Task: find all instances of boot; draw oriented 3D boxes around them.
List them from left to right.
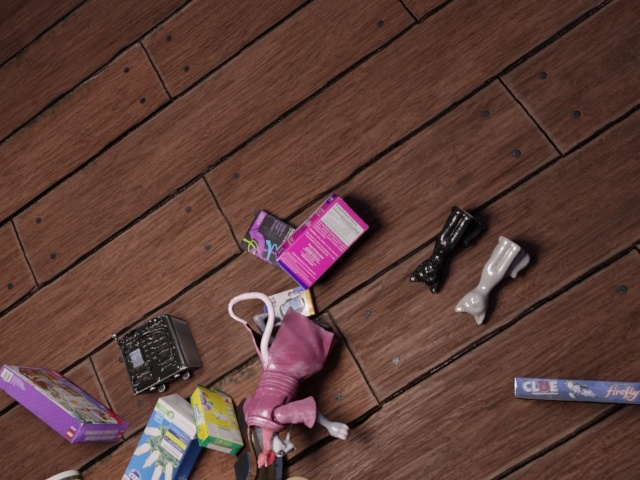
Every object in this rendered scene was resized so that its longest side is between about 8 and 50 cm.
[{"bbox_3d":[-0.153,0.493,1.551,0.082,0.106,0.219,-42,37,30],"label":"boot"}]

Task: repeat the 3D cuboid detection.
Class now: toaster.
[{"bbox_3d":[-0.423,0.291,1.661,0.168,0.110,0.186,-29,70,8],"label":"toaster"}]

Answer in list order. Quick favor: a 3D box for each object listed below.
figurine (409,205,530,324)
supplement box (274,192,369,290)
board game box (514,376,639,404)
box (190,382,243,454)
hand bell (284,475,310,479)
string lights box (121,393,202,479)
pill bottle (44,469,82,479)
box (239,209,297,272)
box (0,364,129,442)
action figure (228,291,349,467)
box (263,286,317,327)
[{"bbox_3d":[0.345,0.063,1.497,0.214,0.092,0.210,36,97,22],"label":"figurine"},{"bbox_3d":[0.000,0.000,1.581,0.220,0.111,0.114,-44,102,1],"label":"supplement box"},{"bbox_3d":[0.529,0.312,1.322,0.243,0.165,0.042,-1,76,17],"label":"board game box"},{"bbox_3d":[-0.255,0.426,1.543,0.043,0.105,0.179,-50,34,17],"label":"box"},{"bbox_3d":[-0.089,0.595,1.404,0.126,0.242,0.126,-5,74,17],"label":"hand bell"},{"bbox_3d":[-0.381,0.529,1.578,0.133,0.076,0.260,28,97,23],"label":"string lights box"},{"bbox_3d":[-0.638,0.704,1.617,0.119,0.119,0.209,-33,68,7],"label":"pill bottle"},{"bbox_3d":[-0.121,0.003,1.683,0.162,0.029,0.116,27,86,20],"label":"box"},{"bbox_3d":[-0.667,0.423,1.656,0.293,0.201,0.057,27,84,22],"label":"box"},{"bbox_3d":[-0.088,0.326,1.451,0.248,0.276,0.370,-15,43,31],"label":"action figure"},{"bbox_3d":[-0.082,0.170,1.628,0.136,0.028,0.081,-18,71,11],"label":"box"}]
